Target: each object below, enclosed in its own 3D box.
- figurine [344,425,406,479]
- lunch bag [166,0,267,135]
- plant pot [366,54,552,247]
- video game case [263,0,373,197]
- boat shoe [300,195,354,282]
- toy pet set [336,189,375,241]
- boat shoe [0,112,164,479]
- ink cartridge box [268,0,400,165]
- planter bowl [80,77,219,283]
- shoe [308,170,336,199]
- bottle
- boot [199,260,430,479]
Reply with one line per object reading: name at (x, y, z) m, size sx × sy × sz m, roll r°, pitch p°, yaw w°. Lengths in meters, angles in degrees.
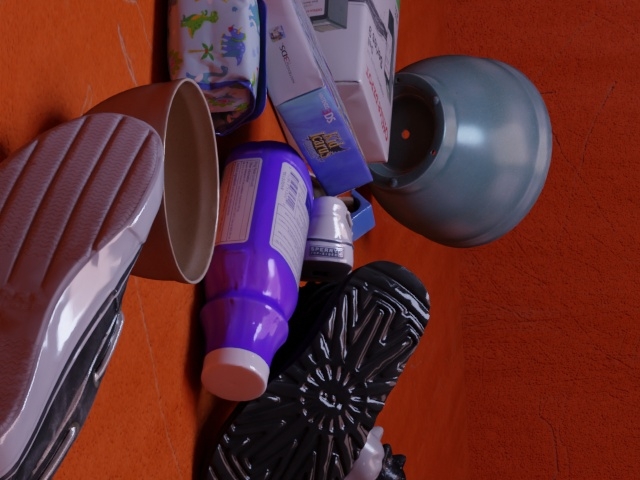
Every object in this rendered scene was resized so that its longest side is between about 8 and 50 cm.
figurine at (0.018, 0.303, 2.035) m, size 0.209 × 0.092 × 0.215 m, roll -53°, pitch 158°, yaw -10°
lunch bag at (-0.100, -0.182, 1.756) m, size 0.151 × 0.096 × 0.129 m, roll 101°, pitch -11°, yaw -75°
plant pot at (0.168, -0.146, 2.671) m, size 0.196 × 0.293 × 0.293 m, roll 12°, pitch 75°, yaw -51°
video game case at (-0.033, -0.203, 1.944) m, size 0.269 × 0.061 × 0.244 m, roll 58°, pitch 10°, yaw -67°
boat shoe at (0.000, 0.000, 2.073) m, size 0.258 × 0.095 × 0.084 m, roll 148°, pitch -53°, yaw -77°
toy pet set at (0.033, -0.051, 2.436) m, size 0.114 × 0.065 × 0.122 m, roll 76°, pitch 17°, yaw -46°
boat shoe at (-0.197, 0.052, 1.245) m, size 0.119 × 0.121 × 0.335 m, roll 88°, pitch 20°, yaw -47°
ink cartridge box at (0.022, -0.264, 2.260) m, size 0.211 × 0.121 × 0.289 m, roll 65°, pitch 27°, yaw -62°
planter bowl at (-0.152, -0.046, 1.427) m, size 0.162 × 0.109 × 0.162 m, roll 0°, pitch 90°, yaw -78°
shoe at (-0.028, -0.061, 2.153) m, size 0.219 × 0.058 × 0.077 m, roll 1°, pitch 88°, yaw -78°
bottle at (-0.069, 0.031, 1.861) m, size 0.118 × 0.092 × 0.283 m, roll 68°, pitch 24°, yaw -48°
boot at (-0.030, 0.176, 1.949) m, size 0.348 × 0.131 × 0.260 m, roll -50°, pitch -170°, yaw -20°
